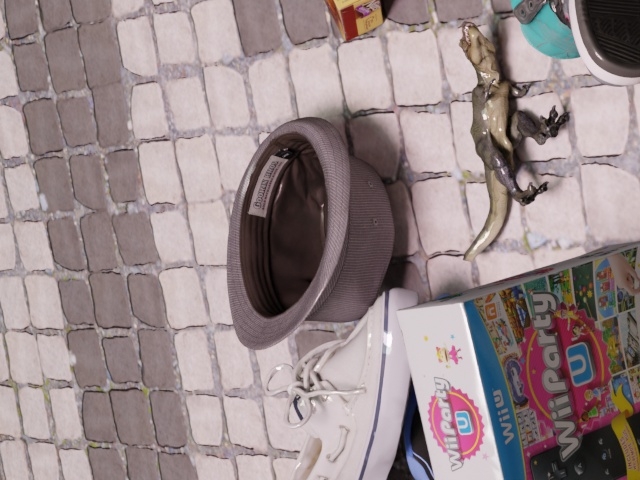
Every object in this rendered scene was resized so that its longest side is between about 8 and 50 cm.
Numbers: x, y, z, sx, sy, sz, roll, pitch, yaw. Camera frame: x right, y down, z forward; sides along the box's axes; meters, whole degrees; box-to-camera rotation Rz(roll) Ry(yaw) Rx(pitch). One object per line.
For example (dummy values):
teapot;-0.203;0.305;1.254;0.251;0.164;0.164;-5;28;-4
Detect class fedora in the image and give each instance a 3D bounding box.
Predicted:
fedora;0.000;0.000;2.138;0.244;0.124;0.275;-43;44;41

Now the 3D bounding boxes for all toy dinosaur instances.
toy dinosaur;0.194;-0.095;1.974;0.118;0.064;0.268;21;119;51

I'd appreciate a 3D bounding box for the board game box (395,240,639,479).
board game box;0.228;0.137;1.814;0.097;0.303;0.224;-10;94;49

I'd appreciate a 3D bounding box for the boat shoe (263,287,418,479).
boat shoe;0.013;0.179;2.124;0.367;0.156;0.136;102;177;-50

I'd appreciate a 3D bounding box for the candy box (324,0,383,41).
candy box;0.005;-0.323;2.080;0.109;0.053;0.186;71;174;-76

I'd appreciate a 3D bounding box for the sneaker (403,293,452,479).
sneaker;0.152;0.178;2.083;0.090;0.081;0.232;24;119;48

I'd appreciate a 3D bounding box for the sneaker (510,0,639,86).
sneaker;0.250;-0.216;1.761;0.178;0.124;0.295;115;168;-49
